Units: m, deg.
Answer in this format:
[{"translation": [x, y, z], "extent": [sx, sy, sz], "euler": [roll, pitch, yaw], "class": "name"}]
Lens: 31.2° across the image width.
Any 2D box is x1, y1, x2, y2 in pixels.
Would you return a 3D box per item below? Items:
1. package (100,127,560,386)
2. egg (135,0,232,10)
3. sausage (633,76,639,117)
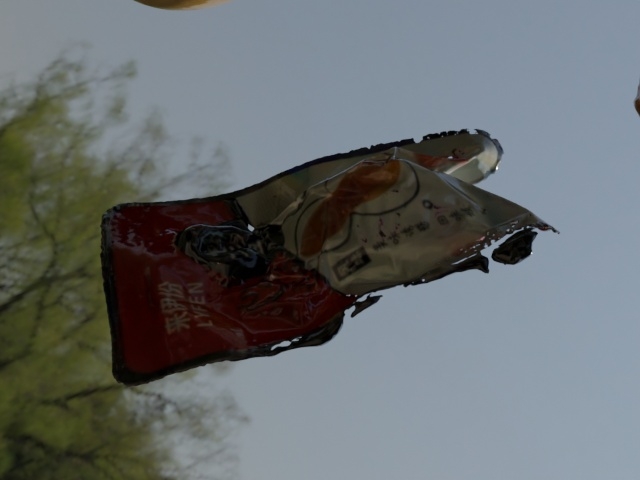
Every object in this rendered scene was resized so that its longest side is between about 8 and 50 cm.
[{"translation": [0.000, 0.000, 0.707], "extent": [0.194, 0.270, 0.071], "euler": [-112, -177, -64], "class": "package"}, {"translation": [-0.102, -0.314, 1.036], "extent": [0.244, 0.201, 0.201], "euler": [-6, -69, 28], "class": "egg"}, {"translation": [0.301, -0.052, 0.741], "extent": [0.148, 0.148, 0.254], "euler": [43, 0, 42], "class": "sausage"}]
